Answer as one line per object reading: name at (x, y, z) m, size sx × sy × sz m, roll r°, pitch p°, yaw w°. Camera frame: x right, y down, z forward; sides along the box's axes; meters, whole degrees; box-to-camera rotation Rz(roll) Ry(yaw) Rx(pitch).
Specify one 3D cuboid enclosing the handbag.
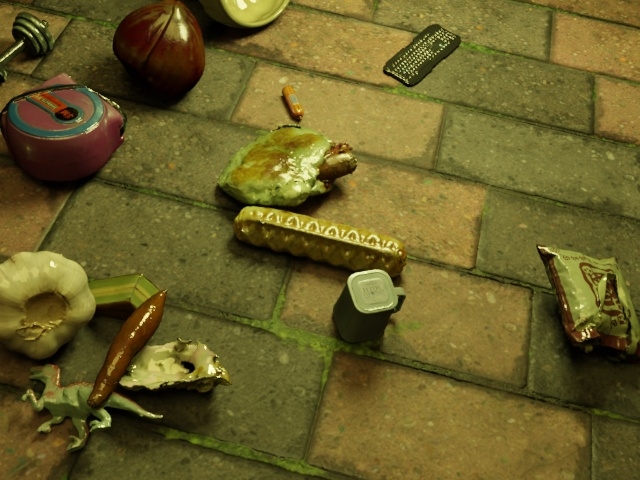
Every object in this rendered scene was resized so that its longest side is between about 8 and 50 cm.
handbag at (0.536, 0.119, 1.456) m, size 0.212 × 0.127 × 0.235 m, roll 13°, pitch 55°, yaw -27°

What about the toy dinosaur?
toy dinosaur at (-0.394, 0.277, 1.273) m, size 0.242 × 0.053 × 0.167 m, roll -7°, pitch 47°, yaw -1°

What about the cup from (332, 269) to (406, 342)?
cup at (0.100, 0.124, 1.403) m, size 0.128 × 0.129 × 0.095 m, roll -8°, pitch 61°, yaw -16°

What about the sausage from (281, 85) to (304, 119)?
sausage at (-0.065, -0.330, 1.780) m, size 0.031 × 0.031 × 0.107 m, roll -12°, pitch 56°, yaw -15°

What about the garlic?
garlic at (-0.533, 0.103, 1.352) m, size 0.199 × 0.199 × 0.226 m, roll -31°, pitch 28°, yaw -26°

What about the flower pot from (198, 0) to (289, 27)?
flower pot at (-0.233, -0.721, 1.903) m, size 0.244 × 0.308 × 0.307 m, roll 31°, pitch 55°, yaw 33°

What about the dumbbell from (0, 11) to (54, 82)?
dumbbell at (-0.740, -0.443, 1.750) m, size 0.110 × 0.110 × 0.254 m, roll 28°, pitch 62°, yaw 14°

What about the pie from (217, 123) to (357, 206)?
pie at (-0.084, -0.164, 1.623) m, size 0.274 × 0.106 × 0.257 m, roll -35°, pitch 49°, yaw -30°

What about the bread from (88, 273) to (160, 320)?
bread at (-0.386, 0.119, 1.420) m, size 0.139 × 0.084 × 0.074 m, roll -10°, pitch 49°, yaw 25°

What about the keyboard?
keyboard at (0.271, -0.497, 1.951) m, size 0.106 × 0.016 × 0.262 m, roll 34°, pitch 57°, yaw 18°

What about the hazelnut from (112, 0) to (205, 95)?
hazelnut at (-0.365, -0.457, 1.730) m, size 0.229 × 0.229 × 0.230 m, roll 3°, pitch 53°, yaw -4°

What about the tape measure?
tape measure at (-0.553, -0.240, 1.593) m, size 0.231 × 0.149 × 0.245 m, roll 34°, pitch 50°, yaw 21°

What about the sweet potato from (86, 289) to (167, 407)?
sweet potato at (-0.338, 0.180, 1.301) m, size 0.057 × 0.057 × 0.265 m, roll 20°, pitch 46°, yaw 9°

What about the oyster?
oyster at (-0.268, 0.233, 1.319) m, size 0.209 × 0.072 × 0.133 m, roll -11°, pitch 33°, yaw -6°

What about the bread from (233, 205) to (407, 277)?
bread at (0.000, 0.001, 1.514) m, size 0.367 × 0.077 × 0.084 m, roll 13°, pitch 49°, yaw 5°
